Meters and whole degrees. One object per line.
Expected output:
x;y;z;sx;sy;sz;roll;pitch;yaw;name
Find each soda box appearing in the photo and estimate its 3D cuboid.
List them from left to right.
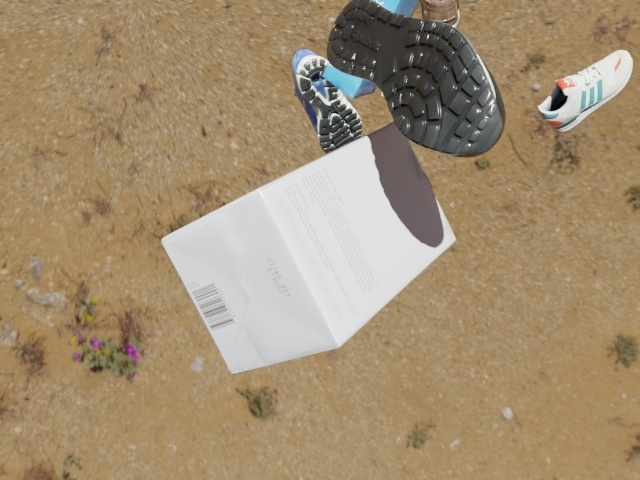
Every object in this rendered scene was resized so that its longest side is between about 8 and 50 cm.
0.084;-0.330;1.048;0.067;0.071;0.210;-27;152;-48;soda box

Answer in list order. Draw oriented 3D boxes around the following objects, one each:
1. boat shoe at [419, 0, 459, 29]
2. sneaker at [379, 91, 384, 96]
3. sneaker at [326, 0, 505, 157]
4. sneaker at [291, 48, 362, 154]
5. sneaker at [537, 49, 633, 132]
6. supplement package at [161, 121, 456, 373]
0.232;-0.508;1.330;0.095;0.257;0.095;-10;139;4;boat shoe
0.142;-0.300;1.378;0.037;0.032;0.083;-23;107;22;sneaker
0.124;-0.171;0.708;0.124;0.283;0.107;14;118;-36;sneaker
0.012;-0.368;1.772;0.129;0.147;0.330;-25;134;-1;sneaker
0.416;-0.243;1.063;0.075;0.057;0.161;21;126;-40;sneaker
0.000;0.000;0.799;0.293;0.175;0.178;-33;98;-49;supplement package
